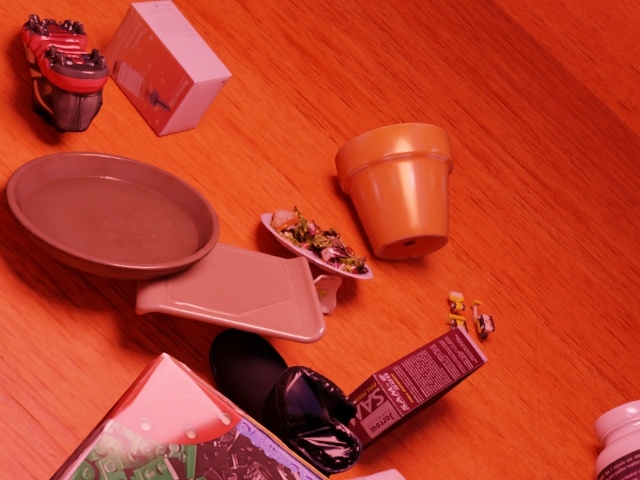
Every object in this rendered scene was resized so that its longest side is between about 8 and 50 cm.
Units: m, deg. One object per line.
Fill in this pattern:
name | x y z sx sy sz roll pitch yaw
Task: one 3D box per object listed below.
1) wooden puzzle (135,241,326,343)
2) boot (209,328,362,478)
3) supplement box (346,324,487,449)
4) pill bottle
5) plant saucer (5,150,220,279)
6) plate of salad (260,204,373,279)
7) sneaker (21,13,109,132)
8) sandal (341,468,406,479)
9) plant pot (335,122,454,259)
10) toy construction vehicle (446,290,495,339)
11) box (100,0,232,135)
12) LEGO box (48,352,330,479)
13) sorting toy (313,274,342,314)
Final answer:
wooden puzzle | -0.124 0.063 1.179 0.239 0.044 0.221 10 24 -14
boot | -0.045 0.183 1.068 0.094 0.207 0.246 -25 72 -22
supplement box | 0.125 0.213 1.267 0.239 0.130 0.073 -19 67 -51
pill bottle | 0.558 0.425 1.410 0.182 0.181 0.322 14 46 -33
plant saucer | -0.271 -0.032 1.160 0.278 0.041 0.277 16 28 -9
plate of salad | 0.000 0.000 1.380 0.200 0.048 0.200 28 11 -6
sneaker | -0.381 -0.242 1.287 0.098 0.135 0.276 -1 30 -28
sandal | 0.101 0.340 1.133 0.265 0.076 0.101 13 46 -49
plant pot | 0.141 -0.074 1.530 0.205 0.205 0.187 7 65 -39
toy construction vehicle | 0.257 0.139 1.549 0.086 0.035 0.098 11 43 -21
box | -0.249 -0.276 1.409 0.170 0.130 0.091 51 36 11
LEGO box | -0.213 0.355 0.506 0.193 0.500 0.372 40 36 -5
sorting toy | -0.006 0.077 1.328 0.083 0.075 0.044 3 52 -42
